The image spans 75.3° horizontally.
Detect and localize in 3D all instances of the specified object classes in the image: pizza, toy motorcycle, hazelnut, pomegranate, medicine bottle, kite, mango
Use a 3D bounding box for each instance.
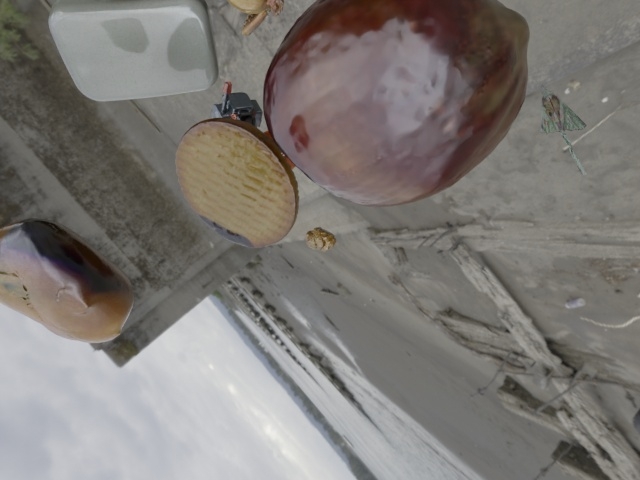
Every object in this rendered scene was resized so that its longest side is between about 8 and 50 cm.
[{"bbox_3d":[-0.201,-0.810,1.445,0.052,0.195,0.185,39,154,-30],"label":"pizza"},{"bbox_3d":[-0.163,-0.238,1.027,0.326,0.147,0.221,60,146,19],"label":"toy motorcycle"},{"bbox_3d":[0.125,-0.239,0.687,0.419,0.354,0.421,10,168,2],"label":"hazelnut"},{"bbox_3d":[-0.199,-0.766,1.191,0.207,0.207,0.207,45,164,16],"label":"pomegranate"},{"bbox_3d":[-0.460,-0.497,1.067,0.283,0.374,0.123,90,167,-49],"label":"medicine bottle"},{"bbox_3d":[0.602,-0.274,1.032,0.250,0.012,0.229,63,-170,-5],"label":"kite"},{"bbox_3d":[-0.432,0.075,0.704,0.201,0.153,0.287,32,159,24],"label":"mango"}]

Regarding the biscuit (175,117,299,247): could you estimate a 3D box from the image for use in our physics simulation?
[{"bbox_3d":[-0.190,-0.122,0.937,0.317,0.040,0.318,14,129,18],"label":"biscuit"}]

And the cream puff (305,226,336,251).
[{"bbox_3d":[0.000,0.000,1.650,0.122,0.094,0.116,28,-175,-14],"label":"cream puff"}]
